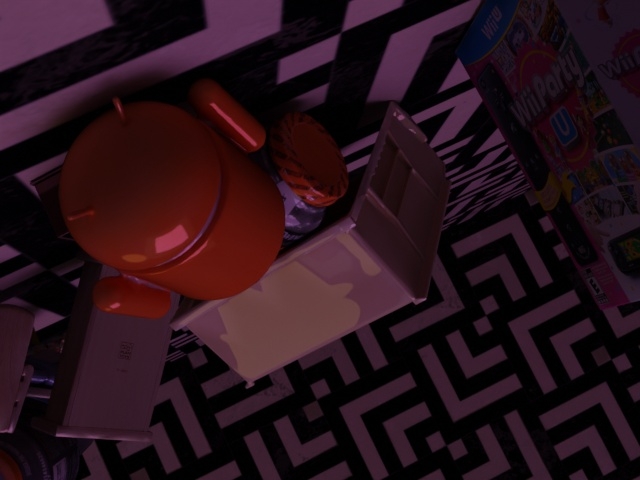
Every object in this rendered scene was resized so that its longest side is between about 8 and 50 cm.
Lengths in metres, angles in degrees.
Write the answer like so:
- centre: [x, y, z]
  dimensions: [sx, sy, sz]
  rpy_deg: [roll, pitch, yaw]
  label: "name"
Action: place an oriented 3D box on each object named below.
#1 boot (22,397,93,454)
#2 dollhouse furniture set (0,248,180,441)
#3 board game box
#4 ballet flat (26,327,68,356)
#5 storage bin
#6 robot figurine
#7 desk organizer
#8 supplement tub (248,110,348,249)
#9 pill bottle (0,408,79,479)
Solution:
- centre: [-0.610, 0.411, 1.321]
  dimensions: [0.367, 0.146, 0.445]
  rpy_deg: [-13, -154, 52]
  label: "boot"
- centre: [-0.360, 0.100, 1.010]
  dimensions: [0.303, 0.198, 0.286]
  rpy_deg: [6, 170, 37]
  label: "dollhouse furniture set"
- centre: [0.254, -0.101, 0.771]
  dimensions: [0.097, 0.303, 0.224]
  rpy_deg: [-25, 172, -9]
  label: "board game box"
- centre: [-0.385, 0.170, 1.352]
  dimensions: [0.241, 0.077, 0.091]
  rpy_deg: [-27, 171, 2]
  label: "ballet flat"
- centre: [0.000, 0.000, 0.972]
  dimensions: [0.262, 0.123, 0.260]
  rpy_deg: [-31, -158, 33]
  label: "storage bin"
- centre: [-0.108, -0.028, 0.654]
  dimensions: [0.158, 0.128, 0.219]
  rpy_deg: [-31, 156, 12]
  label: "robot figurine"
- centre: [-0.190, -0.029, 0.739]
  dimensions: [0.047, 0.050, 0.130]
  rpy_deg: [-27, 173, 5]
  label: "desk organizer"
- centre: [-0.072, -0.037, 0.828]
  dimensions: [0.190, 0.117, 0.117]
  rpy_deg: [-31, 171, 32]
  label: "supplement tub"
- centre: [-0.357, 0.264, 0.972]
  dimensions: [0.130, 0.130, 0.246]
  rpy_deg: [-25, 176, -8]
  label: "pill bottle"
